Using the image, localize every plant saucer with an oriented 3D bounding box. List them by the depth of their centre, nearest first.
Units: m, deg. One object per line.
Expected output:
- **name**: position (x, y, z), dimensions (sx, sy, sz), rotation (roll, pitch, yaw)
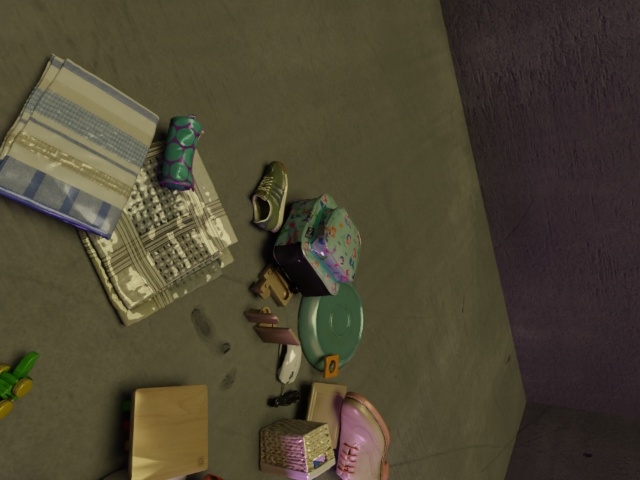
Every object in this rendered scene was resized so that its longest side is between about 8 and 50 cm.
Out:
- **plant saucer**: position (0.049, 0.248, 1.364), dimensions (0.317, 0.043, 0.318), rotation (8, 80, -50)

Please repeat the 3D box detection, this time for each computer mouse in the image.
- **computer mouse**: position (-0.083, 0.347, 1.185), dimensions (0.106, 0.042, 0.193), rotation (20, 71, -48)

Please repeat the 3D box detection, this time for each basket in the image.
- **basket**: position (-0.063, 0.515, 1.099), dimensions (0.113, 0.167, 0.103), rotation (0, 79, -52)

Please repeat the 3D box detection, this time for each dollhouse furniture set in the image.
- **dollhouse furniture set**: position (-0.097, 0.158, 1.122), dimensions (0.151, 0.123, 0.144), rotation (-55, 127, -40)

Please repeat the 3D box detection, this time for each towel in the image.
- **towel**: position (-0.422, -0.166, 0.779), dimensions (0.209, 0.034, 0.285), rotation (29, 59, -35)
- **towel**: position (-0.326, -0.033, 0.909), dimensions (0.312, 0.056, 0.325), rotation (-36, 115, -47)

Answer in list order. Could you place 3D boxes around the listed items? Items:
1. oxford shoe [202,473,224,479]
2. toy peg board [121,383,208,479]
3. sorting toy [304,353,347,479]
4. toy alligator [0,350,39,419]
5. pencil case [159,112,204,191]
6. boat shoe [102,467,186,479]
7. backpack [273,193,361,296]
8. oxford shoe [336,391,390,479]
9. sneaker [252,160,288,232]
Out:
- **oxford shoe**: position (-0.192, 0.620, 0.950), dimensions (0.133, 0.129, 0.364), rotation (-50, 138, -22)
- **toy peg board**: position (-0.307, 0.369, 0.851), dimensions (0.161, 0.079, 0.161), rotation (17, 61, -49)
- **sorting toy**: position (0.002, 0.502, 1.270), dimensions (0.196, 0.047, 0.348), rotation (30, 68, -51)
- **toy alligator**: position (-0.500, 0.255, 0.665), dimensions (0.190, 0.056, 0.051), rotation (-59, 170, -37)
- **pencil case**: position (-0.282, -0.178, 0.899), dimensions (0.070, 0.064, 0.152), rotation (10, 78, -18)
- **boat shoe**: position (-0.334, 0.466, 0.845), dimensions (0.184, 0.066, 0.063), rotation (17, 71, -60)
- **backpack**: position (0.000, 0.000, 1.210), dimensions (0.225, 0.190, 0.254), rotation (56, 32, -38)
- **oxford shoe**: position (0.116, 0.630, 1.302), dimensions (0.146, 0.140, 0.397), rotation (-34, 121, -42)
- **sneaker**: position (-0.137, -0.121, 1.149), dimensions (0.086, 0.064, 0.192), rotation (11, 81, -56)
